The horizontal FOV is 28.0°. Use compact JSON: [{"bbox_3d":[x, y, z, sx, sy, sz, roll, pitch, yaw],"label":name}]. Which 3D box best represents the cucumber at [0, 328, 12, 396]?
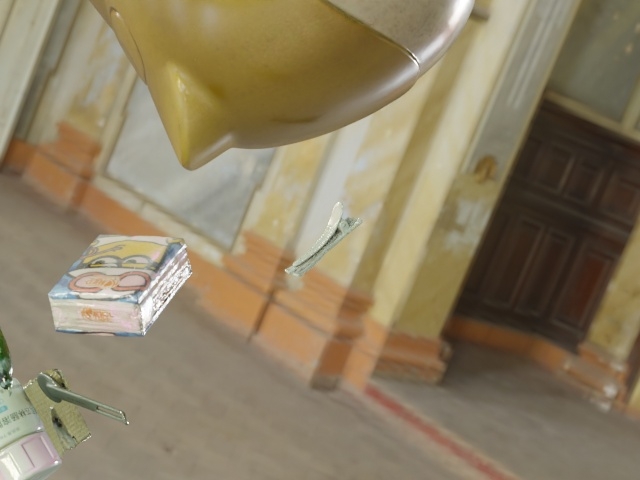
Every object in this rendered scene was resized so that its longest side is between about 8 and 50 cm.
[{"bbox_3d":[-0.459,0.146,1.804,0.155,0.037,0.037,63,21,16],"label":"cucumber"}]

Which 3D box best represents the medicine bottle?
[{"bbox_3d":[-0.505,0.317,2.042,0.168,0.135,0.135,58,15,9],"label":"medicine bottle"}]

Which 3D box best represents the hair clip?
[{"bbox_3d":[-0.001,0.000,1.584,0.039,0.115,0.030,53,-22,-23],"label":"hair clip"}]

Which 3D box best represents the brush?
[{"bbox_3d":[-0.385,0.261,2.098,0.266,0.062,0.027,12,39,46],"label":"brush"}]

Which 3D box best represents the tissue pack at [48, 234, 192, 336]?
[{"bbox_3d":[-0.231,0.049,1.496,0.115,0.065,0.155,1,26,16],"label":"tissue pack"}]

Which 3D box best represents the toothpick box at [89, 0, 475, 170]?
[{"bbox_3d":[-0.059,-0.317,1.580,0.409,0.425,0.409,59,-9,15],"label":"toothpick box"}]

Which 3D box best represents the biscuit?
[{"bbox_3d":[-0.486,0.319,2.248,0.147,0.046,0.250,62,12,-3],"label":"biscuit"}]
